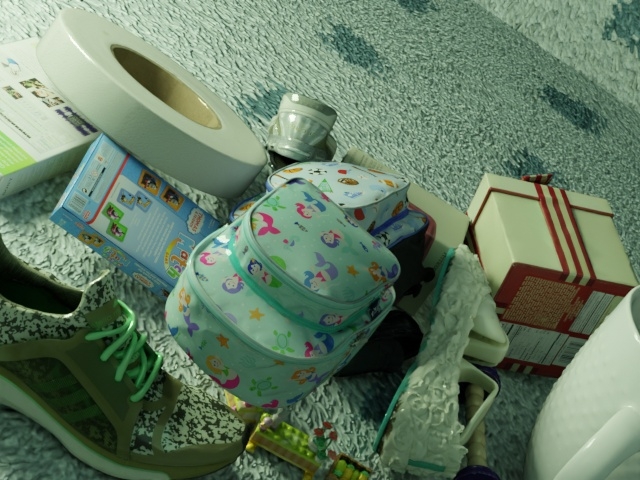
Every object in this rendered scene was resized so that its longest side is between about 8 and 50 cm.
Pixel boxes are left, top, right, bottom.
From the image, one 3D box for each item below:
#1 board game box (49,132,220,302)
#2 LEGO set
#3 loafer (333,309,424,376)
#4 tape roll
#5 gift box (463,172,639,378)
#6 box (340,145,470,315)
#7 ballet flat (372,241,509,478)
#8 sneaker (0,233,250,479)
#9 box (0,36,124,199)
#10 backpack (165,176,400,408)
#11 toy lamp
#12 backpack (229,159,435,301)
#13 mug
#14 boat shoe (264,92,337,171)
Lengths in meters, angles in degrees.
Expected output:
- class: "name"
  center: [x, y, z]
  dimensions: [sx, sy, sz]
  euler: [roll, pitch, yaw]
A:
- class: "board game box"
  center: [-0.247, -0.027, 1.530]
  dimensions: [0.211, 0.039, 0.160]
  euler: [37, 41, -19]
- class: "LEGO set"
  center: [-0.041, 0.195, 1.400]
  dimensions: [0.132, 0.107, 0.287]
  euler: [-15, 57, -44]
- class: "loafer"
  center: [0.084, 0.155, 1.612]
  dimensions: [0.078, 0.076, 0.223]
  euler: [37, 27, 23]
- class: "tape roll"
  center: [-0.254, -0.212, 1.717]
  dimensions: [0.392, 0.072, 0.392]
  euler: [36, 14, -10]
- class: "gift box"
  center: [0.357, 0.062, 1.828]
  dimensions: [0.276, 0.255, 0.258]
  euler: [15, 37, -17]
- class: "box"
  center: [0.099, -0.016, 1.795]
  dimensions: [0.232, 0.149, 0.127]
  euler: [31, 31, -2]
- class: "ballet flat"
  center: [0.190, 0.174, 1.574]
  dimensions: [0.147, 0.147, 0.409]
  euler: [31, 46, -4]
- class: "sneaker"
  center: [-0.250, 0.125, 1.247]
  dimensions: [0.410, 0.182, 0.158]
  euler: [27, 31, -10]
- class: "box"
  center: [-0.445, -0.185, 1.633]
  dimensions: [0.232, 0.058, 0.322]
  euler: [39, 30, 10]
- class: "backpack"
  center: [-0.045, 0.063, 1.311]
  dimensions: [0.225, 0.191, 0.253]
  euler: [42, 44, 11]
- class: "toy lamp"
  center: [0.221, 0.257, 1.595]
  dimensions: [0.080, 0.080, 0.275]
  euler: [26, 34, -11]
- class: "backpack"
  center: [0.000, 0.000, 1.600]
  dimensions: [0.263, 0.213, 0.276]
  euler: [6, 13, 27]
- class: "mug"
  center: [0.405, 0.276, 1.488]
  dimensions: [0.276, 0.328, 0.374]
  euler: [46, 34, 22]
- class: "boat shoe"
  center: [-0.037, -0.141, 1.788]
  dimensions: [0.118, 0.103, 0.320]
  euler: [21, -11, -2]
